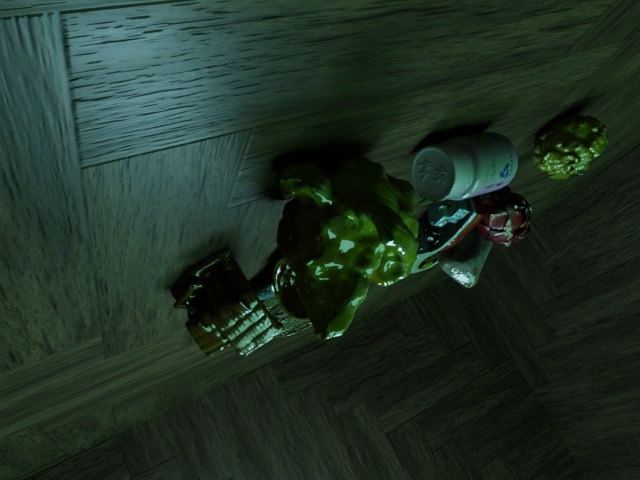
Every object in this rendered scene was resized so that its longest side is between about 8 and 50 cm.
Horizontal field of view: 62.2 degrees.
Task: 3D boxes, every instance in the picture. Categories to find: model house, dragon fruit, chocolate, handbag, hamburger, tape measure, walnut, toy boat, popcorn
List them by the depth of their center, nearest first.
[{"bbox_3d":[0.068,-0.008,1.006,0.290,0.321,0.325,-17,179,-35],"label":"popcorn"},{"bbox_3d":[-0.223,0.169,1.244,0.199,0.229,0.219,-34,164,-3],"label":"model house"},{"bbox_3d":[-0.041,0.111,1.412,0.087,0.167,0.211,-44,158,-49],"label":"walnut"},{"bbox_3d":[0.752,-0.280,1.600,0.218,0.169,0.189,-25,164,9],"label":"popcorn"},{"bbox_3d":[-0.080,0.113,1.605,0.191,0.075,0.332,-36,166,37],"label":"handbag"},{"bbox_3d":[0.395,-0.051,1.789,0.133,0.145,0.332,7,148,-24],"label":"toy boat"},{"bbox_3d":[0.619,-0.097,1.831,0.193,0.274,0.192,-28,-158,20],"label":"dragon fruit"},{"bbox_3d":[-0.075,0.235,1.855,0.282,0.155,0.245,-23,171,-1],"label":"hamburger"},{"bbox_3d":[0.540,0.009,1.923,0.303,0.185,0.100,-59,-173,-35],"label":"chocolate"},{"bbox_3d":[0.395,0.047,2.141,0.235,0.115,0.207,-17,156,-25],"label":"tape measure"}]

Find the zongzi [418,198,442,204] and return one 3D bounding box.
[{"bbox_3d":[0.333,-0.141,1.560,0.113,0.052,0.104,-19,159,14],"label":"zongzi"}]

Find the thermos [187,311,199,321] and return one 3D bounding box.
[{"bbox_3d":[-0.298,0.213,1.480,0.124,0.099,0.232,-26,163,-14],"label":"thermos"}]

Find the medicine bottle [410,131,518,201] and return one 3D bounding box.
[{"bbox_3d":[0.343,-0.175,1.261,0.254,0.152,0.152,-15,159,-40],"label":"medicine bottle"}]
